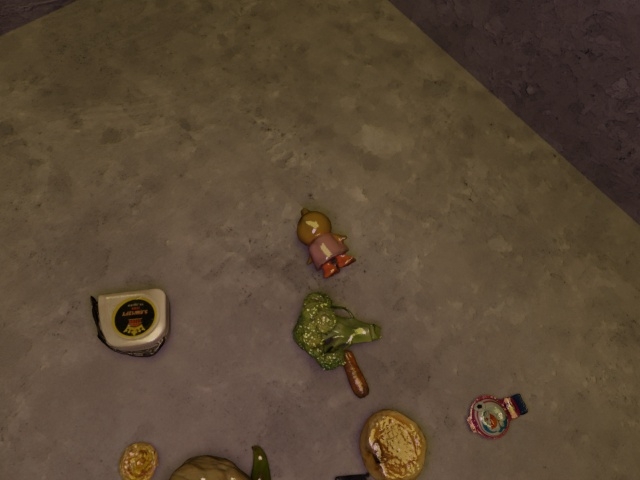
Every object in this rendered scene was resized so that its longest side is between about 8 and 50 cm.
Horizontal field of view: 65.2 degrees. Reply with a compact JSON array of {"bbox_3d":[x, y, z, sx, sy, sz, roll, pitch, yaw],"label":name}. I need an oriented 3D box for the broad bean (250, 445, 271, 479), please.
[{"bbox_3d":[-0.189,0.847,1.629,0.077,0.061,0.339,-6,69,-19],"label":"broad bean"}]

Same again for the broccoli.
[{"bbox_3d":[0.045,0.328,1.794,0.302,0.186,0.254,19,53,18],"label":"broccoli"}]

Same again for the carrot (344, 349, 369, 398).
[{"bbox_3d":[0.121,0.486,1.831,0.060,0.060,0.186,-20,70,-16],"label":"carrot"}]

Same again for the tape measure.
[{"bbox_3d":[-0.667,0.298,1.749,0.271,0.133,0.231,-4,61,-9],"label":"tape measure"}]

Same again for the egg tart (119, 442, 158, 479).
[{"bbox_3d":[-0.588,0.723,1.627,0.128,0.049,0.129,1,68,-2],"label":"egg tart"}]

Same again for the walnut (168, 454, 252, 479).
[{"bbox_3d":[-0.352,0.802,1.516,0.277,0.253,0.282,24,64,-6],"label":"walnut"}]

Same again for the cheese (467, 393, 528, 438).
[{"bbox_3d":[0.655,0.639,1.848,0.244,0.062,0.155,-15,69,-15],"label":"cheese"}]

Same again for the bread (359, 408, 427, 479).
[{"bbox_3d":[0.242,0.711,1.717,0.244,0.134,0.244,2,67,-5],"label":"bread"}]

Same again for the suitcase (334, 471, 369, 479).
[{"bbox_3d":[0.109,0.825,1.671,0.126,0.086,0.059,-1,94,-9],"label":"suitcase"}]

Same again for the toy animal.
[{"bbox_3d":[-0.003,-0.002,1.958,0.195,0.169,0.281,-33,70,16],"label":"toy animal"}]
